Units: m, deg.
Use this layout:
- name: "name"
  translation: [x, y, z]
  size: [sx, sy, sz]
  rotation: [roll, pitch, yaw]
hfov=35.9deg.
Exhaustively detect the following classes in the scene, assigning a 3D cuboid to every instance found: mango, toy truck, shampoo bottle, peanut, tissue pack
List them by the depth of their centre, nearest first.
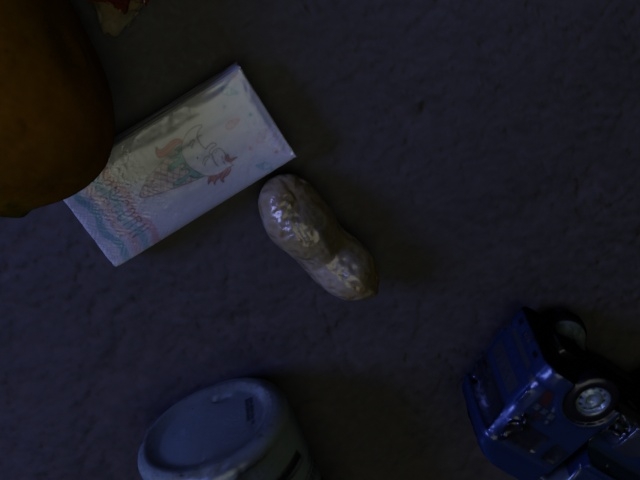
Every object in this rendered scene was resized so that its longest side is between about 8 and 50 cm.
- name: "mango"
  translation: [-0.186, -0.082, 0.394]
  size: [0.227, 0.109, 0.147]
  rotation: [34, 72, -29]
- name: "tissue pack"
  translation: [-0.071, -0.036, 0.483]
  size: [0.108, 0.023, 0.056]
  rotation: [-32, 114, 4]
- name: "peanut"
  translation: [0.000, 0.000, 0.505]
  size: [0.037, 0.037, 0.083]
  rotation: [-44, 111, 10]
- name: "shampoo bottle"
  translation: [-0.013, 0.204, 0.563]
  size: [0.085, 0.085, 0.262]
  rotation: [-22, 115, 0]
- name: "toy truck"
  translation: [0.174, 0.118, 0.570]
  size: [0.201, 0.074, 0.088]
  rotation: [31, 114, -21]

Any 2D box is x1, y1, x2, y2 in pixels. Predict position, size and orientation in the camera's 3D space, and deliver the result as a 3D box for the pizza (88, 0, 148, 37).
- name: "pizza"
  translation: [-0.066, -0.175, 0.405]
  size: [0.188, 0.062, 0.199]
  rotation: [12, 112, -12]
